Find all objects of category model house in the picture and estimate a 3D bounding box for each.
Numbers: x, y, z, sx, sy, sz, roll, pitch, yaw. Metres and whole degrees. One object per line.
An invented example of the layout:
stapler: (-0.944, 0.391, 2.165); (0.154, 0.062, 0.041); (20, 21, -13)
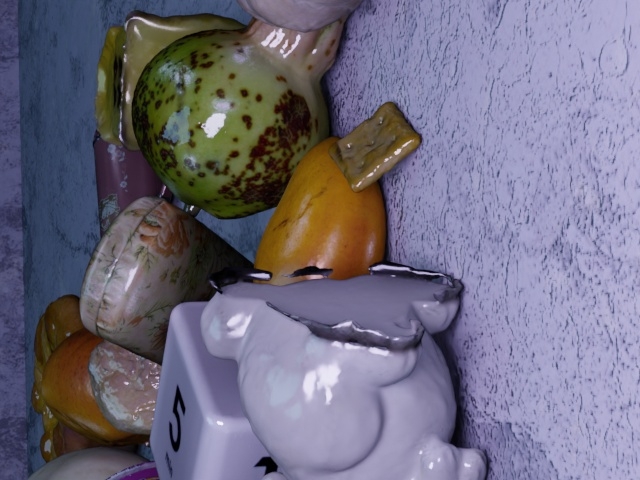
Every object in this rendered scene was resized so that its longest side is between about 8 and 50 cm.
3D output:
model house: (-0.171, -0.197, 1.891); (0.234, 0.193, 0.175); (-146, 58, -70)

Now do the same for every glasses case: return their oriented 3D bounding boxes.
glasses case: (-0.153, 0.063, 1.700); (0.156, 0.098, 0.425); (-65, -16, -6)

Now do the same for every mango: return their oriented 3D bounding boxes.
mango: (-0.283, 0.203, 2.191); (0.350, 0.201, 0.199); (-11, 110, 52)
mango: (0.000, 0.000, 1.514); (0.145, 0.112, 0.219); (-10, 67, 56)

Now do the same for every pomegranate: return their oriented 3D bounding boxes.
pomegranate: (-0.058, -0.145, 1.620); (0.204, 0.276, 0.222); (59, -176, -22)

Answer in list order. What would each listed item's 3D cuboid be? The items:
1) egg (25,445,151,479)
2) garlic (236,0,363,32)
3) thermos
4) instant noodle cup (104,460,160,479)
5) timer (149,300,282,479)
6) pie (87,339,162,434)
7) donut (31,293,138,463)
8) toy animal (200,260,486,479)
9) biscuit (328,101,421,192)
egg: (-0.321, 0.437, 2.195); (0.345, 0.283, 0.283); (150, 118, -70)
garlic: (-0.011, -0.308, 1.487); (0.228, 0.152, 0.228); (177, 90, -67)
thermos: (-0.280, -0.092, 2.313); (0.136, 0.109, 0.330); (130, 136, -62)
instant noodle cup: (-0.170, 0.412, 1.860); (0.190, 0.251, 0.251); (25, 114, 59)
timer: (-0.055, 0.190, 1.565); (0.194, 0.192, 0.195); (-115, 31, -49)
pie: (-0.195, 0.162, 1.984); (0.185, 0.218, 0.052); (54, 180, 28)
donut: (-0.393, 0.246, 2.579); (0.317, 0.150, 0.299); (130, 136, -60)
toy animal: (0.023, 0.204, 1.355); (0.258, 0.194, 0.357); (13, 112, 28)
biscuit: (0.050, -0.089, 1.456); (0.018, 0.081, 0.083); (48, -172, -36)
